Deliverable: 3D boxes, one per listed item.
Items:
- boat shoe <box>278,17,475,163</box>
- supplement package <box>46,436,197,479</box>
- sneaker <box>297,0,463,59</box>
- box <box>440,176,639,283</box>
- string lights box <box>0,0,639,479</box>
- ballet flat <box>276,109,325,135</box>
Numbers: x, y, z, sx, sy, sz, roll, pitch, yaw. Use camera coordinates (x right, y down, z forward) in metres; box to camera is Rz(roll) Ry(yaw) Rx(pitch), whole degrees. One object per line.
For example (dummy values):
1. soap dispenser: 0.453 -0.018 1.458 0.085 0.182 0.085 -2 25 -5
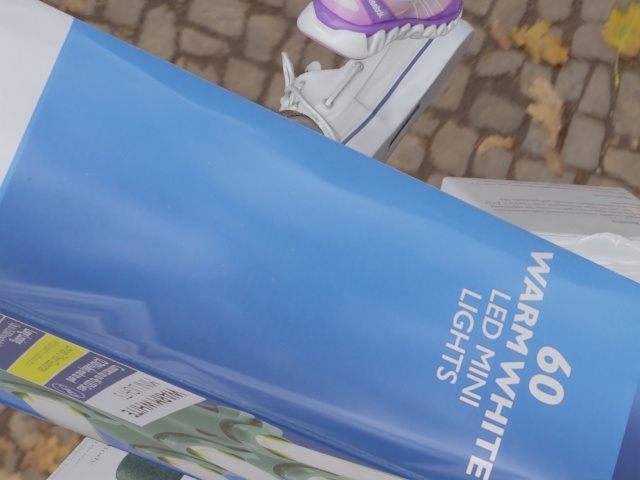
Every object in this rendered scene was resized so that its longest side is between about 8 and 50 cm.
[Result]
1. boat shoe: 0.012 -0.147 1.574 0.156 0.136 0.367 35 72 8
2. supplement package: -0.109 0.273 1.272 0.198 0.199 0.262 52 157 -25
3. sneaker: 0.077 -0.251 1.363 0.095 0.236 0.105 32 124 21
4. box: 0.182 0.054 1.160 0.180 0.119 0.182 3 113 -23
5. string lights box: -0.005 0.030 0.404 0.259 0.133 0.077 24 70 -13
6. ballet flat: 0.000 0.000 1.281 0.084 0.058 0.250 -24 108 -14
